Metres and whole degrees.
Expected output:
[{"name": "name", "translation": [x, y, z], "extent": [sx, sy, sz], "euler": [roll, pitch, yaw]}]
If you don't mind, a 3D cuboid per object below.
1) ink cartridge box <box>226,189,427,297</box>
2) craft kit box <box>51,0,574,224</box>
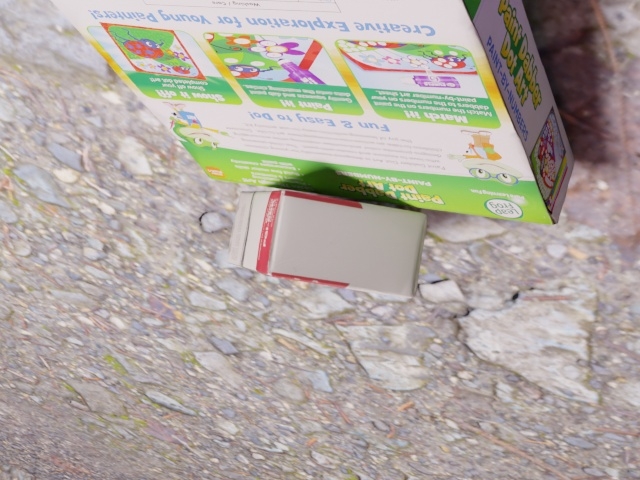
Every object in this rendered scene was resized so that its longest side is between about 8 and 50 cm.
[{"name": "ink cartridge box", "translation": [0.000, 0.000, 0.734], "extent": [0.099, 0.056, 0.135], "euler": [9, 180, -16]}, {"name": "craft kit box", "translation": [-0.004, -0.101, 0.609], "extent": [0.250, 0.061, 0.246], "euler": [9, 154, 27]}]
